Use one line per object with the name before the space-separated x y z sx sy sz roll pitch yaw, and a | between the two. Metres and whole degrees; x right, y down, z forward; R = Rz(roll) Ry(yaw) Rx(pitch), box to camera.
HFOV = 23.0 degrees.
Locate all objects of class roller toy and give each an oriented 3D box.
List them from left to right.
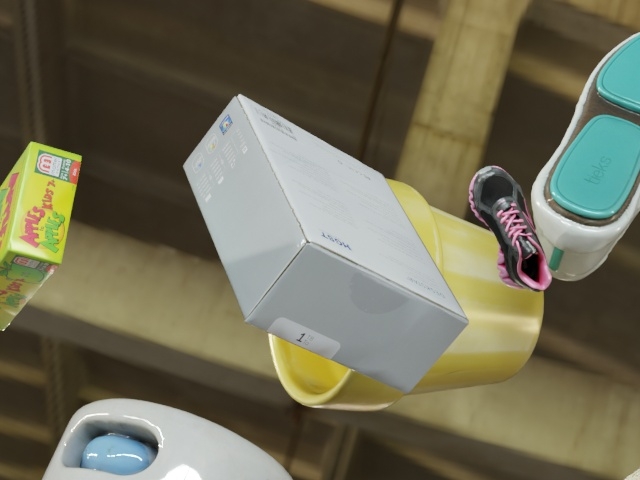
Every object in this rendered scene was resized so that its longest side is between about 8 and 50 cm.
roller toy | -0.116 0.211 1.189 0.209 0.146 0.191 24 -26 -5

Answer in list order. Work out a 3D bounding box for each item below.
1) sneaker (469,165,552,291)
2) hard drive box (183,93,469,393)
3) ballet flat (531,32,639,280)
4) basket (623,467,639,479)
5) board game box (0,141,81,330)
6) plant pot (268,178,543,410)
sneaker | 0.164 -0.007 1.315 0.119 0.047 0.057 64 -7 -21
hard drive box | 0.000 0.000 1.341 0.181 0.232 0.089 27 -68 -32
ballet flat | 0.325 -0.099 1.681 0.139 0.400 0.139 21 -44 22
basket | 0.387 0.248 1.527 0.167 0.103 0.113 -40 -39 19
board game box | -0.243 0.000 1.259 0.043 0.092 0.181 16 -25 -19
plant pot | 0.101 0.064 1.720 0.239 0.254 0.254 8 -25 -28
